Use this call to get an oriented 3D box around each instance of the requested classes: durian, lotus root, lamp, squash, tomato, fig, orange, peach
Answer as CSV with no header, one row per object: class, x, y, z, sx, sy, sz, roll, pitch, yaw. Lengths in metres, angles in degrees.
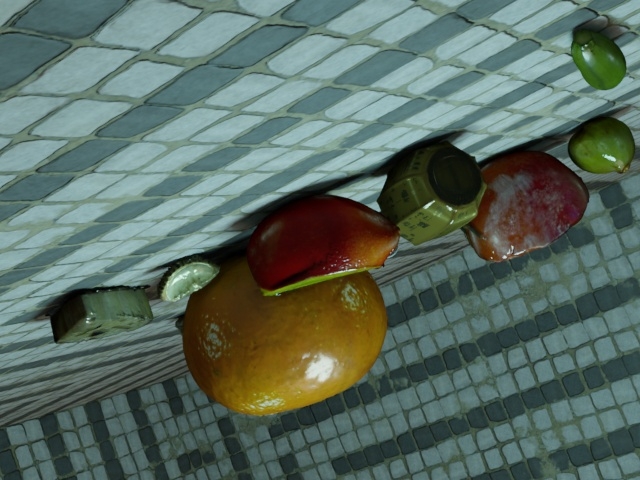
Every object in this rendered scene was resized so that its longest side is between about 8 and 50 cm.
durian,-0.249,0.065,1.876,0.130,0.066,0.052,-29,174,-15
lotus root,-0.424,0.142,1.908,0.170,0.075,0.260,-22,171,24
lamp,0.192,-0.081,1.763,0.161,0.161,0.185,-18,173,-23
squash,0.393,-0.260,1.441,0.066,0.066,0.201,-25,164,22
tomato,0.410,-0.103,2.127,0.308,0.170,0.309,-22,-152,12
fig,0.595,-0.202,2.142,0.135,0.121,0.153,-27,-165,3
orange,-0.078,0.163,2.035,0.423,0.326,0.424,-18,-175,2
peach,-0.004,0.001,1.734,0.267,0.159,0.154,-14,180,20

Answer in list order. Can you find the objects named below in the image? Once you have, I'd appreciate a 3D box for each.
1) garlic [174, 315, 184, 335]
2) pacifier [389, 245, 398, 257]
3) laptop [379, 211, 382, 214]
garlic,-0.329,0.220,2.624,0.094,0.074,0.113,-34,-176,16
pacifier,0.126,0.000,2.279,0.099,0.082,0.078,0,138,4
laptop,0.114,-0.035,2.293,0.207,0.026,0.154,-16,172,-27
